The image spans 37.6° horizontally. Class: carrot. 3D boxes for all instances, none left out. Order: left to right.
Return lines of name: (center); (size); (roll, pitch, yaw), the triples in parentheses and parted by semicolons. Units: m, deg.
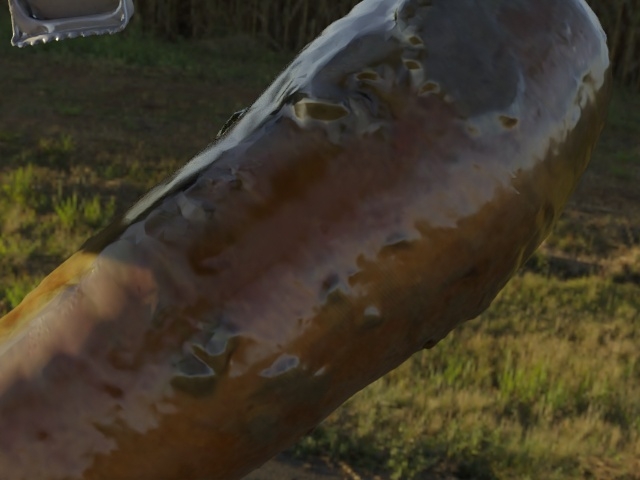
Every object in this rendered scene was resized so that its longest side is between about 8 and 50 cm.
carrot: (0.000, 0.000, 0.383); (0.302, 0.139, 0.138); (-43, 38, -13)

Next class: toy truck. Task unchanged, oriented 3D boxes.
toy truck: (-0.209, -0.289, 0.860); (0.136, 0.111, 0.286); (-6, 44, 11)
